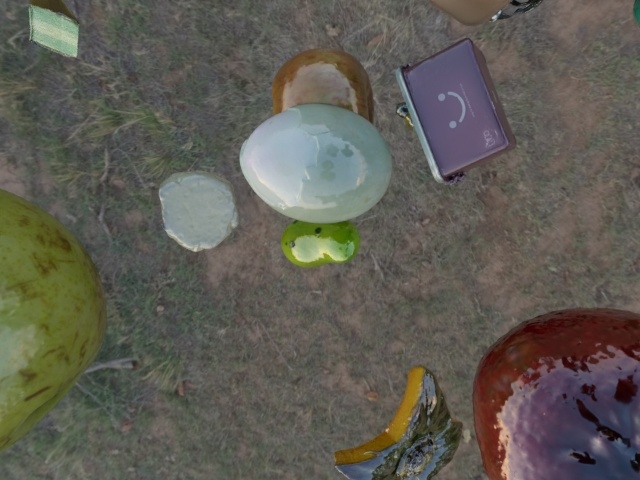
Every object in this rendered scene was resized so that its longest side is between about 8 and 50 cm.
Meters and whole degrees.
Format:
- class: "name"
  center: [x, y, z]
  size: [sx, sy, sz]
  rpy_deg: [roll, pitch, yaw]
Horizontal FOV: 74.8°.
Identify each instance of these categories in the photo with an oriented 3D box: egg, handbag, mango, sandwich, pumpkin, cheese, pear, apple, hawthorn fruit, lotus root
- class: "egg"
  center: [-0.016, -0.177, 0.971]
  size: [0.335, 0.278, 0.279]
  rpy_deg: [-2, 113, -27]
- class: "handbag"
  center: [0.444, -0.680, 1.049]
  size: [0.283, 0.301, 0.149]
  rpy_deg: [31, 70, -15]
- class: "mango"
  center: [0.000, 0.000, 1.222]
  size: [0.143, 0.293, 0.175]
  rpy_deg: [43, 65, -34]
- class: "sandwich"
  center: [-0.465, -0.398, 0.749]
  size: [0.074, 0.117, 0.074]
  rpy_deg: [10, 138, -27]
- class: "pumpkin"
  center: [0.169, 0.421, 0.832]
  size: [0.258, 0.095, 0.290]
  rpy_deg: [-38, 127, -12]
- class: "cheese"
  center: [-0.475, -0.120, 1.616]
  size: [0.326, 0.115, 0.318]
  rpy_deg: [33, 98, -27]
- class: "pear"
  center: [-0.363, 0.075, 0.410]
  size: [0.282, 0.284, 0.284]
  rpy_deg: [2, 110, 5]
- class: "apple"
  center: [0.001, -0.398, 1.338]
  size: [0.332, 0.400, 0.401]
  rpy_deg: [-4, 109, 17]
- class: "hawthorn fruit"
  center: [0.281, 0.175, 0.428]
  size: [0.210, 0.266, 0.230]
  rpy_deg: [-42, 73, 25]
- class: "lotus root"
  center: [0.303, -0.343, 1.168]
  size: [0.191, 0.088, 0.113]
  rpy_deg: [16, 129, -1]

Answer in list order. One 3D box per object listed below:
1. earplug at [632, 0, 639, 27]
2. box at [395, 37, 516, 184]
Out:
- class: "earplug"
  center: [0.521, -0.343, 0.486]
  size: [0.279, 0.164, 0.258]
  rpy_deg: [-13, 110, 9]
- class: "box"
  center: [0.312, -0.288, 0.943]
  size: [0.167, 0.193, 0.295]
  rpy_deg: [-21, 89, 31]
